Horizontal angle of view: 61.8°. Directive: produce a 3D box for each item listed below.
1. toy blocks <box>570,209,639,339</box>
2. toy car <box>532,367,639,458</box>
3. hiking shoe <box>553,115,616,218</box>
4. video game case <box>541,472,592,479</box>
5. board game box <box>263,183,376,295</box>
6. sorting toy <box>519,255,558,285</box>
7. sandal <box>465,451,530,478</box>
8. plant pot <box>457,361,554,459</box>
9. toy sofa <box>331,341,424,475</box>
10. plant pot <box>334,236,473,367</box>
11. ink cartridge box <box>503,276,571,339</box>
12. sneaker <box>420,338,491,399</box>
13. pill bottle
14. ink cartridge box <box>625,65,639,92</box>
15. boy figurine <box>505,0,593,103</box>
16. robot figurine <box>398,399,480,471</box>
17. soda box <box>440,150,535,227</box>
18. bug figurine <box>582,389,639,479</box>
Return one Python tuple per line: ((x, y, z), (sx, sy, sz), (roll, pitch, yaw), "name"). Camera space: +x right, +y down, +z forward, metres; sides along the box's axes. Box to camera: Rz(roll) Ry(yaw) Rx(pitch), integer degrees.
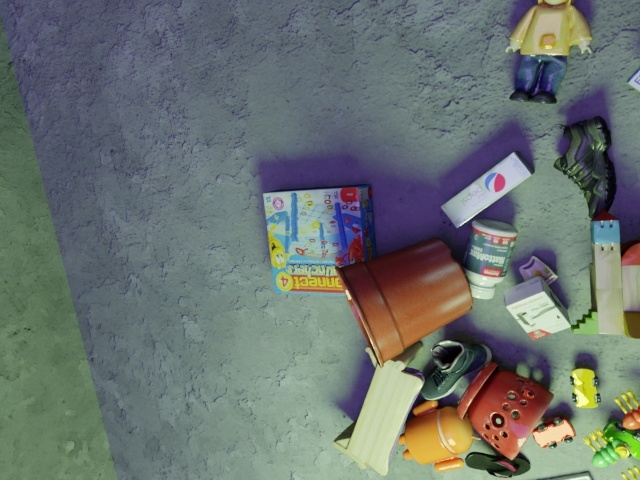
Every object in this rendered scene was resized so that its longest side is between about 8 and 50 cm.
((0.725, 0.059, 1.114), (0.382, 0.191, 0.260), (-2, 91, 19), "toy blocks")
((0.663, 0.440, 1.284), (0.225, 0.053, 0.238), (28, 109, 17), "toy car")
((0.586, -0.156, 1.191), (0.114, 0.086, 0.226), (-3, 94, 42), "hiking shoe")
((0.634, 0.696, 1.379), (0.191, 0.022, 0.173), (-27, 87, 29), "video game case")
((0.000, 0.000, 1.526), (0.309, 0.086, 0.301), (-1, 100, 28), "board game box")
((0.522, 0.080, 1.292), (0.075, 0.045, 0.083), (55, 130, 21), "sorting toy")
((0.463, 0.591, 1.391), (0.179, 0.040, 0.067), (12, 111, -11), "sandal")
((0.451, 0.409, 1.323), (0.174, 0.191, 0.191), (34, 115, 28), "plant pot")
((0.182, 0.453, 1.491), (0.177, 0.150, 0.362), (25, 111, 25), "toy sofa")
((0.210, 0.135, 1.317), (0.265, 0.272, 0.272), (-24, 89, -2), "plant pot")
((0.513, 0.162, 1.271), (0.099, 0.056, 0.135), (-31, 116, 30), "ink cartridge box")
((0.311, 0.334, 1.383), (0.226, 0.164, 0.086), (-47, 50, 24), "sneaker")
((0.406, 0.046, 1.307), (0.108, 0.108, 0.180), (17, 109, 24), "pill bottle")
((0.840, -0.336, 1.012), (0.330, 0.071, 0.324), (45, 118, 16), "ink cartridge box")
((0.500, -0.442, 1.158), (0.177, 0.092, 0.284), (18, 112, 27), "boy figurine")
((0.319, 0.530, 1.451), (0.219, 0.158, 0.128), (-32, 123, 30), "robot figurine")
((0.402, -0.121, 1.290), (0.216, 0.074, 0.069), (-39, 82, 29), "soda box")
((0.741, 0.484, 1.192), (0.279, 0.072, 0.216), (46, 109, 1), "bug figurine")
